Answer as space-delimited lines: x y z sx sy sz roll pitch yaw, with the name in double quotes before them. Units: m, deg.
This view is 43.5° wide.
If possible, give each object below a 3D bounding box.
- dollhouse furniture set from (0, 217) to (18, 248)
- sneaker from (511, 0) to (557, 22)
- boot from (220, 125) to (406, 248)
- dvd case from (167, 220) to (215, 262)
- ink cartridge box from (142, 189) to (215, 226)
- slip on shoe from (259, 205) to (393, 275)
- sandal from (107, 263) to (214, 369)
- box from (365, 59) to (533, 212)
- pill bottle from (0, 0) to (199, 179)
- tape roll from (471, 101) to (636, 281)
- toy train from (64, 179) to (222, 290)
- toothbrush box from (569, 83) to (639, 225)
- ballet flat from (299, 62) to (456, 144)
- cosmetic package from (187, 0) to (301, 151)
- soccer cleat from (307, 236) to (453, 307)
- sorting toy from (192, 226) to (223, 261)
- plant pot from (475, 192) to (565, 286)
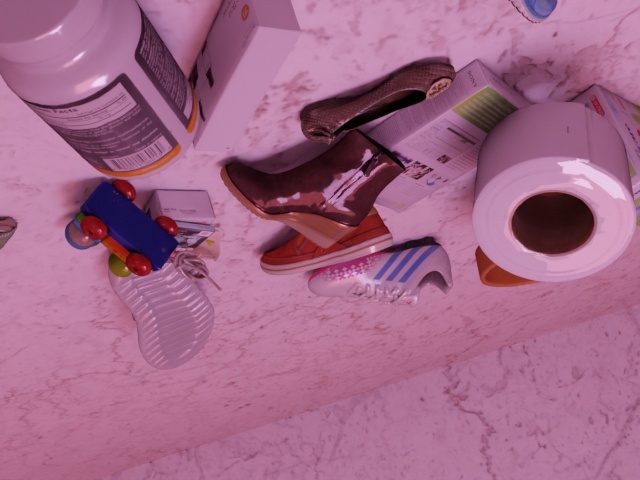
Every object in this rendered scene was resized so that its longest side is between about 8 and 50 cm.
"dollhouse furniture set" -0.619 0.066 1.192 0.302 0.151 0.197 5 148 -42
"sneaker" 0.278 -0.342 1.053 0.073 0.063 0.162 -36 151 28
"boot" -0.012 -0.112 1.303 0.248 0.090 0.207 30 116 -24
"dvd case" -0.246 0.005 1.353 0.087 0.013 0.119 7 148 -46
"ink cartridge box" -0.253 -0.028 1.366 0.099 0.056 0.135 0 151 -35
"slip on shoe" 0.000 0.000 1.543 0.123 0.101 0.331 -19 -179 -43
"sandal" -0.314 0.115 1.601 0.169 0.102 0.416 -27 146 -16
"box" 0.196 -0.166 1.389 0.322 0.058 0.232 -30 154 28
"pill bottle" -0.251 -0.191 0.884 0.162 0.162 0.278 -20 156 4
"tape roll" 0.371 -0.076 1.291 0.246 0.169 0.246 8 131 9
"toy train" -0.288 0.026 1.287 0.248 0.105 0.143 42 141 -17
"toothbrush box" 0.573 -0.148 1.505 0.283 0.206 0.122 8 145 -44
"ballet flat" 0.090 -0.205 1.222 0.250 0.058 0.084 -19 157 1
"cosmetic package" -0.107 -0.218 1.003 0.061 0.098 0.239 -4 152 -31
"soccer cleat" 0.142 0.093 1.803 0.331 0.143 0.116 -14 156 -9
"sorting toy" -0.216 0.000 1.479 0.083 0.044 0.075 5 140 -41
"plant pot" 0.431 -0.051 1.600 0.291 0.203 0.291 -13 161 -5
